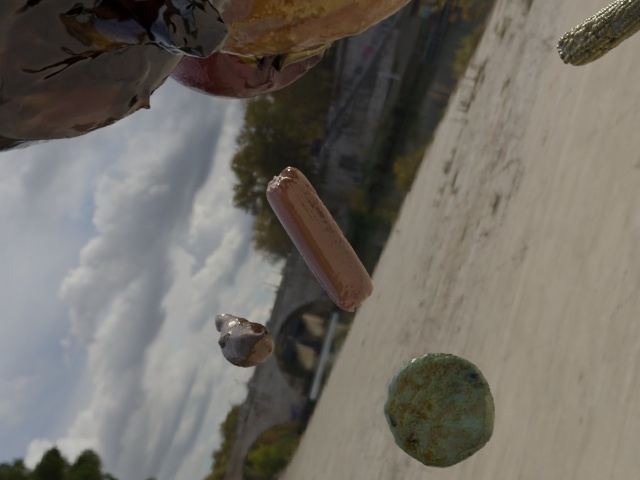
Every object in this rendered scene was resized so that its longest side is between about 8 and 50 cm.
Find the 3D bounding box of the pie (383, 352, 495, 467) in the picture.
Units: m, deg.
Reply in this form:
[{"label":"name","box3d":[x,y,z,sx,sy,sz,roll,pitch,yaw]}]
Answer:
[{"label":"pie","box3d":[0.194,0.276,1.401,0.041,0.187,0.186,29,-103,-75]}]

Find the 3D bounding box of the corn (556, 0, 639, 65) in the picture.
[{"label":"corn","box3d":[0.579,-0.426,1.722,0.288,0.087,0.086,-31,39,66]}]

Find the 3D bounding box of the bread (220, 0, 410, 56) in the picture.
[{"label":"bread","box3d":[-0.026,-0.344,1.082,0.312,0.312,0.172,-72,-29,-58]}]

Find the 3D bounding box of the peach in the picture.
[{"label":"peach","box3d":[-0.145,-0.410,1.419,0.406,0.310,0.335,-50,-54,-40]}]

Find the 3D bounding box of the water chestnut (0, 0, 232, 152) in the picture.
[{"label":"water chestnut","box3d":[-0.155,-0.174,0.488,0.300,0.300,0.300,16,-90,-89]}]

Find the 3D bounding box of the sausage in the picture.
[{"label":"sausage","box3d":[0.000,0.001,1.544,0.086,0.289,0.086,-29,16,10]}]

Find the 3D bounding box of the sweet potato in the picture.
[{"label":"sweet potato","box3d":[-0.110,0.138,1.169,0.226,0.068,0.068,5,78,68]}]
